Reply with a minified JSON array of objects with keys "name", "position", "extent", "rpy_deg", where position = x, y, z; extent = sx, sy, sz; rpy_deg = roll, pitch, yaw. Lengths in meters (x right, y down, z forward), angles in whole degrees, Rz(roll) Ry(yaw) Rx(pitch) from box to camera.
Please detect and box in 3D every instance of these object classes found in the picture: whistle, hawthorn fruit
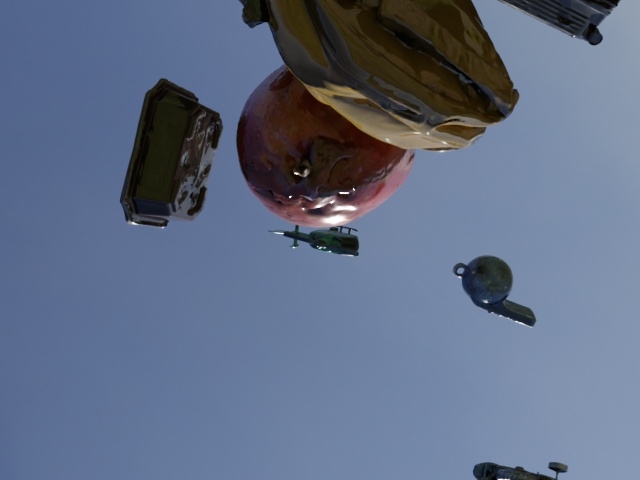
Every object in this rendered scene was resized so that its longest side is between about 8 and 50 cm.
[{"name":"whistle","position":[0.285,0.072,1.309],"extent":[0.158,0.090,0.090],"rpy_deg":[20,-143,-6]},{"name":"hawthorn fruit","position":[-0.005,-0.136,1.206],"extent":[0.276,0.276,0.307],"rpy_deg":[37,-155,0]}]

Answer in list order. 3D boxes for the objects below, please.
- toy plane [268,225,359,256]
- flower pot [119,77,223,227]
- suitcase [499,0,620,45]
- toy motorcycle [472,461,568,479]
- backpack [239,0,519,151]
[{"name":"toy plane","position":[0.000,0.000,1.779],"extent":[0.235,0.060,0.096],"rpy_deg":[13,-162,33]},{"name":"flower pot","position":[-0.241,-0.138,1.393],"extent":[0.084,0.250,0.179],"rpy_deg":[13,180,19]},{"name":"suitcase","position":[0.336,-0.486,1.328],"extent":[0.335,0.152,0.229],"rpy_deg":[17,-141,-24]},{"name":"toy motorcycle","position":[0.392,0.453,1.479],"extent":[0.255,0.136,0.092],"rpy_deg":[27,-115,-28]},{"name":"backpack","position":[0.075,-0.273,1.058],"extent":[0.378,0.201,0.353],"rpy_deg":[18,-137,-40]}]
